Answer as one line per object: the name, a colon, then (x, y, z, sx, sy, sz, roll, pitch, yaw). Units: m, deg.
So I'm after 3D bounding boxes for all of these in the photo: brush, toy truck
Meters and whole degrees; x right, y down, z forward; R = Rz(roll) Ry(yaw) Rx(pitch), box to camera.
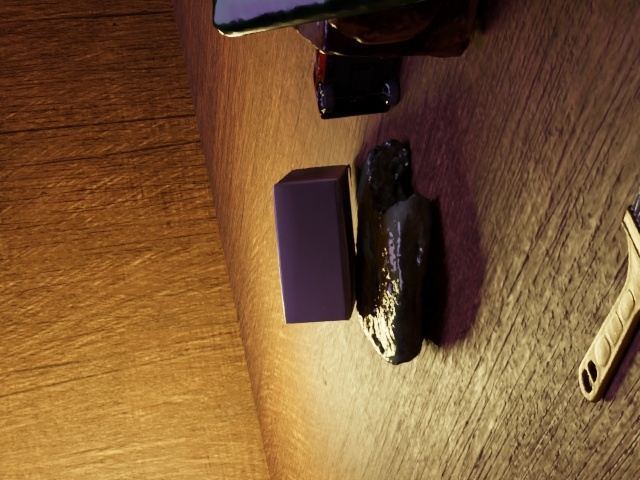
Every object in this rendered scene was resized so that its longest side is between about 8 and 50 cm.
brush: (0.259, 0.060, 1.075, 0.272, 0.013, 0.103, 99, 161, -53)
toy truck: (0.048, -0.274, 1.640, 0.252, 0.107, 0.114, 97, 162, -50)

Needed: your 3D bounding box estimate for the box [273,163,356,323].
box: (0.000, 0.000, 1.880, 0.251, 0.106, 0.203, -66, -28, -81)

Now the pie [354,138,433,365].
pie: (0.093, 0.022, 1.692, 0.302, 0.067, 0.302, 175, 90, -80)

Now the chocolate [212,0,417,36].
chocolate: (0.065, -0.364, 1.072, 0.360, 0.161, 0.341, -3, 94, 40)

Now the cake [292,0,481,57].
cake: (0.067, -0.308, 1.359, 0.293, 0.199, 0.196, -128, 38, -60)
